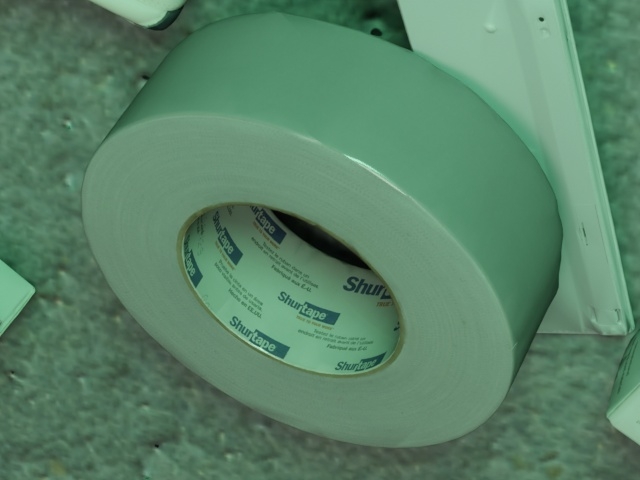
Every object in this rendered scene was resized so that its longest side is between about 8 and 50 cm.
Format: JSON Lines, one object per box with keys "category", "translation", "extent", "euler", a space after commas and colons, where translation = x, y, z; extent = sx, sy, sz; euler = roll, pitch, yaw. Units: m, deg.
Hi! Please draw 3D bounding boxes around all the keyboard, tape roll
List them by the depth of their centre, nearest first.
{"category": "keyboard", "translation": [0.090, -0.039, 0.850], "extent": [0.072, 0.014, 0.256], "euler": [4, 140, 23]}
{"category": "tape roll", "translation": [0.000, 0.000, 0.876], "extent": [0.219, 0.072, 0.219], "euler": [19, 142, 15]}

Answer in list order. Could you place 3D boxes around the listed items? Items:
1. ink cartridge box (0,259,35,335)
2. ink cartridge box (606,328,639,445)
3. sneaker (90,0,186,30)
{"category": "ink cartridge box", "translation": [-0.230, 0.051, 1.016], "extent": [0.092, 0.090, 0.143], "euler": [40, 123, -6]}
{"category": "ink cartridge box", "translation": [0.245, 0.045, 0.850], "extent": [0.140, 0.082, 0.190], "euler": [36, 123, -4]}
{"category": "sneaker", "translation": [-0.171, -0.170, 0.863], "extent": [0.258, 0.094, 0.091], "euler": [25, 120, 4]}
